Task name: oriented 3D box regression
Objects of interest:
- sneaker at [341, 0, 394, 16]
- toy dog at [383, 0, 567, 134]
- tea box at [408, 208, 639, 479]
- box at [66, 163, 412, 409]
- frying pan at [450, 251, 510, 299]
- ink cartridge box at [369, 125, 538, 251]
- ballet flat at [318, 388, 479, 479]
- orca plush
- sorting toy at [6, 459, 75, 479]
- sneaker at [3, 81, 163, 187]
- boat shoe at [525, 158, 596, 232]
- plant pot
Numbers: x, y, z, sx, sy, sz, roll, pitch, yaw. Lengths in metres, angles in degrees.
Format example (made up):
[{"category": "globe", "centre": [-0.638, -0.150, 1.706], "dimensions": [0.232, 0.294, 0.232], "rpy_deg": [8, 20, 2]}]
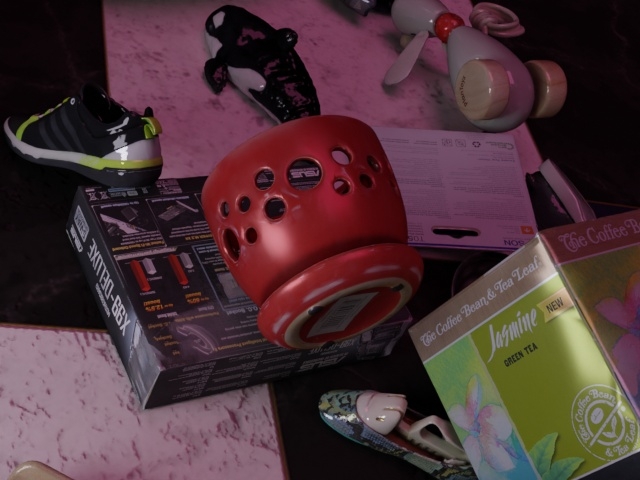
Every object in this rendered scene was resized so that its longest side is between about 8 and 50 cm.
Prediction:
[{"category": "sneaker", "centre": [0.120, -0.432, 1.678], "dimensions": [0.300, 0.111, 0.121], "rpy_deg": [-29, 76, -37]}, {"category": "toy dog", "centre": [0.209, -0.234, 1.515], "dimensions": [0.220, 0.161, 0.333], "rpy_deg": [9, 30, -15]}, {"category": "tea box", "centre": [0.325, 0.154, 1.052], "dimensions": [0.329, 0.220, 0.323], "rpy_deg": [-12, 67, -40]}, {"category": "box", "centre": [-0.086, 0.036, 1.119], "dimensions": [0.307, 0.076, 0.242], "rpy_deg": [-9, 54, -33]}, {"category": "frying pan", "centre": [0.285, 0.131, 1.238], "dimensions": [0.326, 0.053, 0.197], "rpy_deg": [27, 45, -17]}, {"category": "ink cartridge box", "centre": [0.158, -0.056, 1.327], "dimensions": [0.223, 0.045, 0.224], "rpy_deg": [3, 46, -6]}, {"category": "ballet flat", "centre": [0.092, 0.192, 1.068], "dimensions": [0.188, 0.070, 0.070], "rpy_deg": [25, 42, -3]}, {"category": "orca plush", "centre": [-0.066, -0.231, 1.370], "dimensions": [0.151, 0.102, 0.287], "rpy_deg": [1, 49, -27]}, {"category": "sorting toy", "centre": [-0.249, 0.292, 0.818], "dimensions": [0.307, 0.041, 0.229], "rpy_deg": [28, 47, 0]}, {"category": "sneaker", "centre": [-0.252, -0.128, 1.124], "dimensions": [0.235, 0.097, 0.084], "rpy_deg": [17, 23, 32]}, {"category": "boat shoe", "centre": [0.343, 0.032, 1.340], "dimensions": [0.114, 0.091, 0.302], "rpy_deg": [28, 29, -48]}, {"category": "plant pot", "centre": [0.000, 0.000, 1.007], "dimensions": [0.191, 0.191, 0.174], "rpy_deg": [-8, 61, -33]}]
